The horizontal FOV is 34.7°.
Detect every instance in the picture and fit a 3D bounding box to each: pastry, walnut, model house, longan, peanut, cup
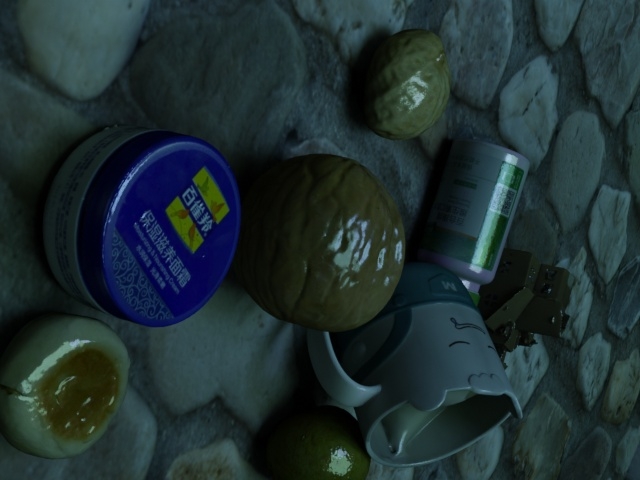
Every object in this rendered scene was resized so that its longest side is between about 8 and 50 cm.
[{"bbox_3d":[-0.273,0.147,1.065,0.156,0.092,0.156,-23,119,-50],"label":"pastry"},{"bbox_3d":[0.000,0.000,1.279,0.228,0.228,0.228,-26,124,-46],"label":"walnut"},{"bbox_3d":[0.340,0.158,1.817,0.181,0.176,0.248,41,64,-55],"label":"model house"},{"bbox_3d":[-0.007,0.295,1.463,0.145,0.176,0.155,-26,164,3],"label":"longan"},{"bbox_3d":[0.122,-0.217,1.432,0.140,0.109,0.159,-2,110,-68],"label":"peanut"},{"bbox_3d":[0.113,0.166,1.445,0.290,0.257,0.219,10,136,-33],"label":"cup"}]

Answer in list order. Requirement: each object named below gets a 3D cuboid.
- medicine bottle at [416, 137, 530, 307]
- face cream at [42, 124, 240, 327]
[{"bbox_3d":[0.236,-0.018,1.653,0.133,0.133,0.274,19,88,-55],"label":"medicine bottle"},{"bbox_3d":[-0.190,-0.018,1.090,0.206,0.111,0.206,-26,124,-47],"label":"face cream"}]
